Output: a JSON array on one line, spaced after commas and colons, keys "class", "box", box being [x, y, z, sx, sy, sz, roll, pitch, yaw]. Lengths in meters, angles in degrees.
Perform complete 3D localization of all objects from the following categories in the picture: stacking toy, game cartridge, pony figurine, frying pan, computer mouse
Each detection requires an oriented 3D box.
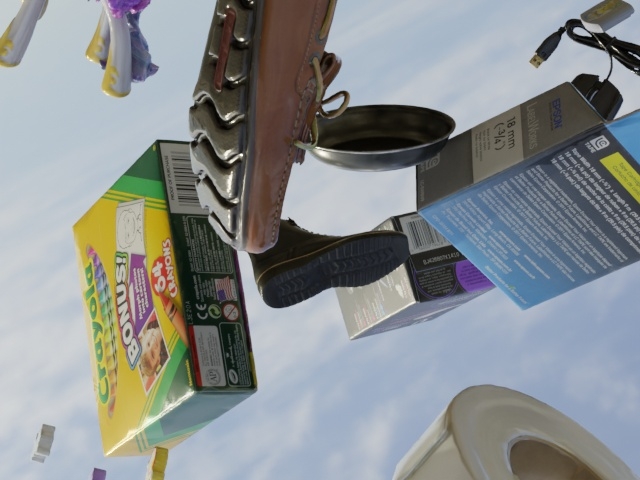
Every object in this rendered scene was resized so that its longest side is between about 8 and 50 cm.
[{"class": "stacking toy", "box": [-0.285, 0.344, 2.010, 0.052, 0.167, 0.221, 129, -28, -57]}, {"class": "game cartridge", "box": [0.357, -0.283, 2.043, 0.056, 0.017, 0.083, -34, -162, 2]}, {"class": "pony figurine", "box": [-0.308, -0.391, 2.258, 0.351, 0.363, 0.303, 16, -145, 13]}, {"class": "frying pan", "box": [0.003, -0.124, 1.991, 0.326, 0.053, 0.197, -4, -159, -1]}, {"class": "computer mouse", "box": [0.391, -0.227, 2.580, 0.262, 0.184, 0.060, -57, 158, 9]}]

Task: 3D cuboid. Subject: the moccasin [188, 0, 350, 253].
[{"class": "moccasin", "box": [-0.035, -0.170, 1.521, 0.147, 0.380, 0.139, -2, -164, -30]}]

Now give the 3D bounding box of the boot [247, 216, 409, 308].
[{"class": "boot", "box": [0.000, 0.000, 2.059, 0.198, 0.077, 0.137, -14, -143, -13]}]

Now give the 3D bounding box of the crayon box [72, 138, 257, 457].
[{"class": "crayon box", "box": [-0.227, 0.088, 2.283, 0.106, 0.363, 0.313, 2, 157, -32]}]

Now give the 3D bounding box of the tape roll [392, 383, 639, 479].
[{"class": "tape roll", "box": [0.207, 0.267, 1.526, 0.100, 0.286, 0.286, -53, -175, 24]}]

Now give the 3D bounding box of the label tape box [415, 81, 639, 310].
[{"class": "label tape box", "box": [0.320, -0.069, 1.991, 0.334, 0.240, 0.106, -25, -138, 29]}]

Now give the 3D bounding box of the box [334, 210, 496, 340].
[{"class": "box", "box": [0.146, 0.048, 2.561, 0.165, 0.143, 0.270, -12, 169, -25]}]
